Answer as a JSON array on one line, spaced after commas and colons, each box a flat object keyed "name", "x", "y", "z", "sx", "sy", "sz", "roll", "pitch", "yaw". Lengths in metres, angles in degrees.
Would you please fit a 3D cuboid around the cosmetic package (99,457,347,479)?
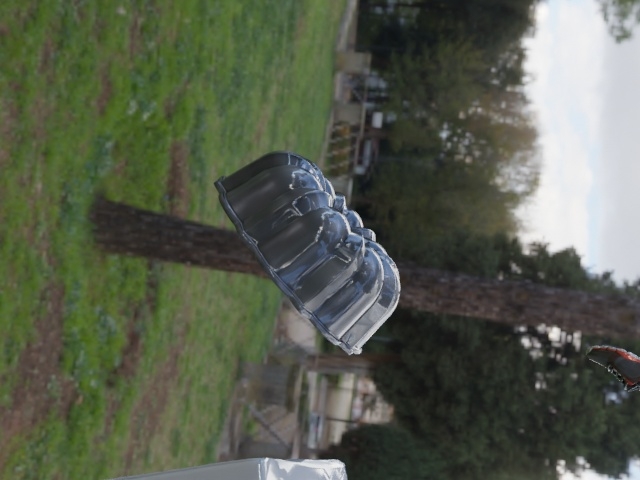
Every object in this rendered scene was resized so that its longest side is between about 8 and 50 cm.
[{"name": "cosmetic package", "x": -0.055, "y": 0.355, "z": 0.633, "sx": 0.217, "sy": 0.156, "sz": 0.385, "roll": 38, "pitch": 41, "yaw": -68}]

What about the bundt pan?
[{"name": "bundt pan", "x": 0.000, "y": 0.000, "z": 1.323, "sx": 0.331, "sy": 0.124, "sz": 0.331, "roll": 50, "pitch": 7, "yaw": -8}]

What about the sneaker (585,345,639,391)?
[{"name": "sneaker", "x": 0.550, "y": 0.236, "z": 1.643, "sx": 0.061, "sy": 0.158, "sz": 0.064, "roll": 38, "pitch": 71, "yaw": -59}]
